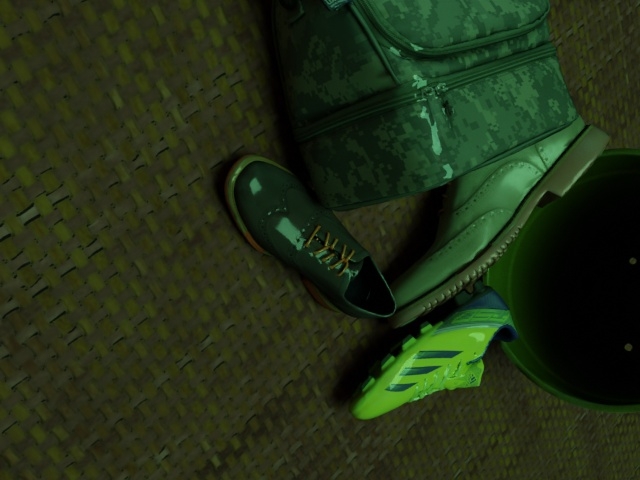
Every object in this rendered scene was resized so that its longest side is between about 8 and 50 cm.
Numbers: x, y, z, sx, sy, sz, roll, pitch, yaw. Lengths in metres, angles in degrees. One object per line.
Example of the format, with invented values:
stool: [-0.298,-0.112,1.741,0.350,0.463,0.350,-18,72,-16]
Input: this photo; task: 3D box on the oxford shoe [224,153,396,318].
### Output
oxford shoe: [0.000,0.000,0.818,0.271,0.098,0.096,44,73,-40]

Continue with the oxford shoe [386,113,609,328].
oxford shoe: [0.209,-0.046,0.993,0.397,0.140,0.146,-44,84,-12]

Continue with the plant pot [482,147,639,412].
plant pot: [0.497,0.080,1.136,0.353,0.367,0.366,17,91,-53]

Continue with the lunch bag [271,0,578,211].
lunch bag: [0.105,-0.194,0.791,0.305,0.213,0.255,-24,96,-36]

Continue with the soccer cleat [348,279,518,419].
soccer cleat: [0.163,0.165,0.984,0.289,0.093,0.121,-33,84,-29]
